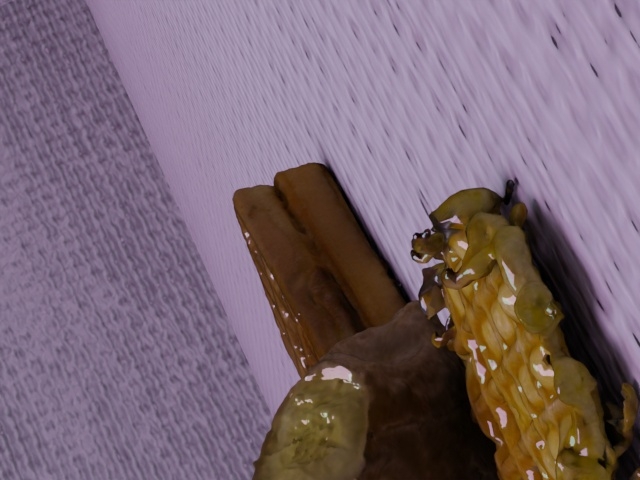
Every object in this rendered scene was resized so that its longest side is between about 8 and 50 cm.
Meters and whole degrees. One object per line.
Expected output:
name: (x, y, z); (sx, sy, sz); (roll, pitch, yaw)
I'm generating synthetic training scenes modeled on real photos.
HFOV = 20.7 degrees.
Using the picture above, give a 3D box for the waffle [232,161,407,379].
waffle: (0.035, 0.103, 1.539); (0.224, 0.098, 0.328); (72, 172, -45)

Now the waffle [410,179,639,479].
waffle: (0.117, 0.090, 1.034); (0.262, 0.060, 0.280); (-126, 15, -60)

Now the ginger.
ginger: (0.073, 0.177, 1.221); (0.270, 0.123, 0.219); (53, -134, -35)
